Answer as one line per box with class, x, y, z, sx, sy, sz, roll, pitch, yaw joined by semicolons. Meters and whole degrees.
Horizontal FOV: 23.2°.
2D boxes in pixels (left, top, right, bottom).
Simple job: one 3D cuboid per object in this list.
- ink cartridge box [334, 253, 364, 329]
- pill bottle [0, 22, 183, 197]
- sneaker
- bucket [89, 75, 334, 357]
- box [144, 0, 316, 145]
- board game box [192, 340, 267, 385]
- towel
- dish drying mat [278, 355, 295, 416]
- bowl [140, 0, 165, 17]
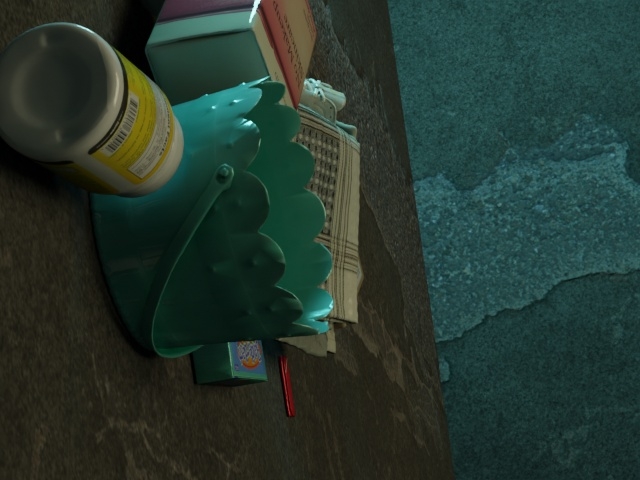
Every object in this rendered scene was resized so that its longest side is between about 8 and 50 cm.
ink cartridge box;-0.008;0.010;2.311;0.235;0.088;0.193;-65;144;-70
pill bottle;-0.198;-0.106;1.370;0.208;0.119;0.119;41;39;-74
sneaker;-0.034;-0.211;2.243;0.262;0.121;0.099;54;24;-37
bucket;-0.106;-0.018;1.583;0.281;0.183;0.281;-11;90;-78
box;-0.094;-0.223;1.740;0.232;0.126;0.149;-79;156;-51
board game box;-0.117;0.062;1.804;0.160;0.047;0.210;31;48;-76
towel;-0.021;-0.014;2.051;0.312;0.056;0.324;24;69;-65
dish drying mat;-0.045;0.200;2.135;0.032;0.008;0.083;32;48;-77
bowl;-0.191;-0.334;1.809;0.142;0.053;0.142;-87;162;-49
